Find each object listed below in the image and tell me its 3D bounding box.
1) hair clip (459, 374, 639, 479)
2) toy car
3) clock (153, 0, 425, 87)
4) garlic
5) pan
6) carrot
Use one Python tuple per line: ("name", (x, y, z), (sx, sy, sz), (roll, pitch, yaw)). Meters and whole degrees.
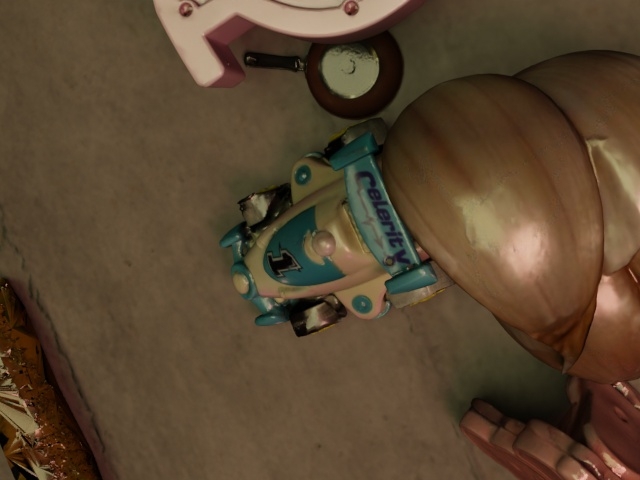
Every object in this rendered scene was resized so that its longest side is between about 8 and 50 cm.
("hair clip", (0.147, 0.141, 0.553), (0.123, 0.138, 0.102), (38, 112, 2))
("toy car", (0.000, 0.000, 0.599), (0.161, 0.098, 0.126), (-23, 88, 17))
("clock", (0.007, -0.268, 0.549), (0.275, 0.080, 0.290), (-17, 95, 10))
("garlic", (0.140, -0.028, 0.495), (0.160, 0.214, 0.191), (-41, 74, 9))
("pan", (-0.002, -0.118, 0.623), (0.115, 0.023, 0.069), (7, 100, 16))
("carrot", (-0.224, 0.140, 0.709), (0.069, 0.069, 0.229), (-24, 88, 19))
